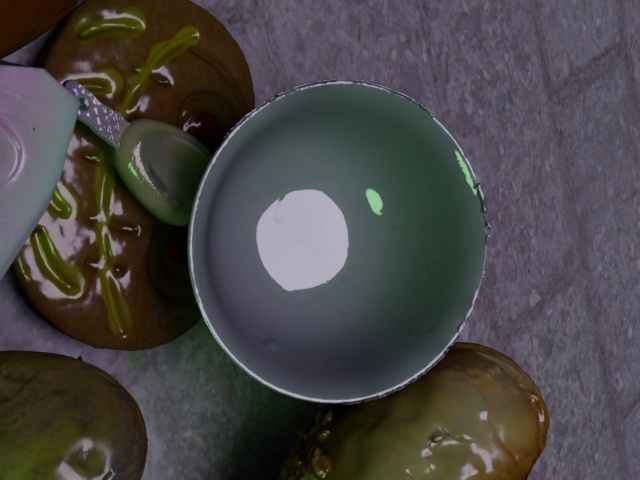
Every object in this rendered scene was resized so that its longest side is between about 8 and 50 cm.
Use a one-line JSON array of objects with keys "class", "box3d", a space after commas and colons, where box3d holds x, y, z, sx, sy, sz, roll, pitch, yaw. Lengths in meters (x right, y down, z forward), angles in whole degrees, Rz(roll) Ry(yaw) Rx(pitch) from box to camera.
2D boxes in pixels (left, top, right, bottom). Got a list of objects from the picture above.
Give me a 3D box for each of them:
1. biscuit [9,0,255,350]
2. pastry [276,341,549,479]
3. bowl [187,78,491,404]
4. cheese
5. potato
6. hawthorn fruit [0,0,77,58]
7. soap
[{"class": "biscuit", "box3d": [-0.175, -0.075, 1.088, 0.350, 0.070, 0.394, 14, 80, -47]}, {"class": "pastry", "box3d": [0.096, 0.284, 1.208, 0.409, 0.245, 0.409, -47, 162, -20]}, {"class": "bowl", "box3d": [0.000, 0.000, 1.109, 0.345, 0.157, 0.346, -1, 92, -23]}, {"class": "cheese", "box3d": [-0.186, -0.095, 0.995, 0.192, 0.037, 0.097, 38, 62, -39]}, {"class": "potato", "box3d": [-0.257, 0.198, 0.864, 0.229, 0.266, 0.229, 2, 88, -45]}, {"class": "hawthorn fruit", "box3d": [-0.298, -0.309, 0.716, 0.402, 0.402, 0.403, -1, 92, -48]}, {"class": "soap", "box3d": [-0.352, -0.030, 0.846, 0.193, 0.109, 0.324, 47, 61, -41]}]
